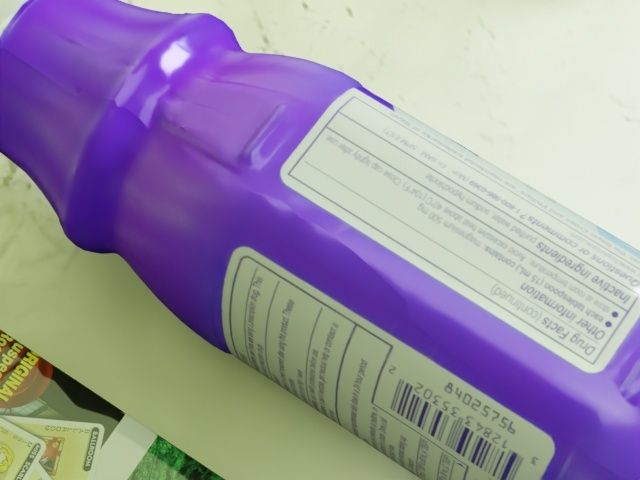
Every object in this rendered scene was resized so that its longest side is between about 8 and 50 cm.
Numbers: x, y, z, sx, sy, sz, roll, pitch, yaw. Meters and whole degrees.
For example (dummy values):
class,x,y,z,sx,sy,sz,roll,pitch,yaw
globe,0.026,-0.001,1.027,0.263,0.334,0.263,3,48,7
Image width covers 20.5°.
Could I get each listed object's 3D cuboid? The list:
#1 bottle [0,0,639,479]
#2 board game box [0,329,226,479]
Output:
class,x,y,z,sx,sy,sz,roll,pitch,yaw
bottle,0.000,0.000,0.587,0.283,0.118,0.092,32,70,14
board game box,-0.138,0.157,0.556,0.136,0.030,0.260,33,69,4
